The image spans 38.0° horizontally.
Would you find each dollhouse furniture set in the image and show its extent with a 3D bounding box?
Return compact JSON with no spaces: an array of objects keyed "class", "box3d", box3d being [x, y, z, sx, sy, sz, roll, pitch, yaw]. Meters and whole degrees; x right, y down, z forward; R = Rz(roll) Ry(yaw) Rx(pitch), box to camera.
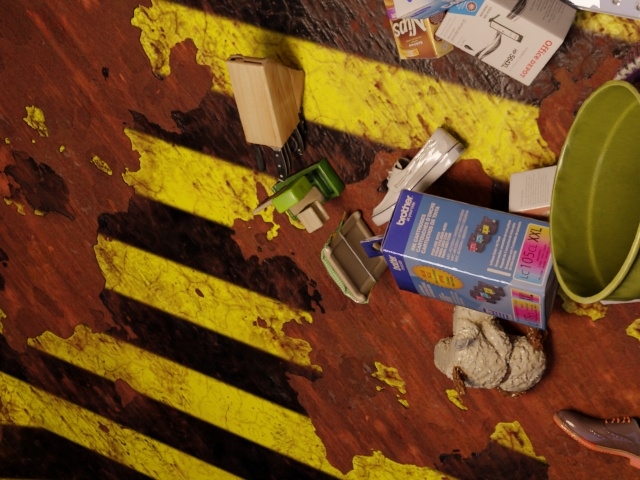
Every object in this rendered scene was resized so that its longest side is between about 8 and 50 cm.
[{"class":"dollhouse furniture set","box3d":[0.000,0.000,2.079,0.151,0.197,0.301,-27,104,36]}]

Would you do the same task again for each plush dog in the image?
[{"class":"plush dog","box3d":[0.393,0.262,2.062,0.225,0.210,0.262,9,129,-9]}]

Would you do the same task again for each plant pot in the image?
[{"class":"plant pot","box3d":[0.619,-0.056,1.539,0.353,0.366,0.366,8,127,-8]}]

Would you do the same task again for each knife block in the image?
[{"class":"knife block","box3d":[-0.114,-0.251,1.963,0.088,0.275,0.242,11,94,22]}]

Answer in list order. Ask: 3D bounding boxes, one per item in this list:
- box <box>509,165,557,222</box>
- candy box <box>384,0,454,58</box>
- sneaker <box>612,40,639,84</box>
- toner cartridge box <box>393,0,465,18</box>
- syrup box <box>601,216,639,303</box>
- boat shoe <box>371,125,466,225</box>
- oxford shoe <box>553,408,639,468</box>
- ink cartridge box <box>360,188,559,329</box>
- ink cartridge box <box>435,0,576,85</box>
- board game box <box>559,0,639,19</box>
[{"class":"box","box3d":[0.472,-0.076,1.814,0.170,0.091,0.130,-10,149,32]},{"class":"candy box","box3d":[0.180,-0.442,1.775,0.109,0.053,0.187,12,129,52]},{"class":"sneaker","box3d":[0.622,-0.327,1.615,0.104,0.095,0.236,43,129,-12]},{"class":"toner cartridge box","box3d":[0.178,-0.573,1.592,0.165,0.075,0.348,-13,88,51]},{"class":"syrup box","box3d":[0.556,0.034,1.798,0.096,0.093,0.237,-8,149,32]},{"class":"boat shoe","box3d":[0.187,-0.135,1.963,0.088,0.096,0.267,46,128,0]},{"class":"oxford shoe","box3d":[0.660,0.425,2.079,0.271,0.097,0.098,21,107,10]},{"class":"ink cartridge box","box3d":[0.287,0.033,1.903,0.395,0.151,0.270,17,164,20]},{"class":"ink cartridge box","box3d":[0.333,-0.392,1.681,0.203,0.086,0.148,29,152,0]},{"class":"board game box","box3d":[0.409,-0.602,1.577,0.390,0.050,0.390,16,125,18]}]
